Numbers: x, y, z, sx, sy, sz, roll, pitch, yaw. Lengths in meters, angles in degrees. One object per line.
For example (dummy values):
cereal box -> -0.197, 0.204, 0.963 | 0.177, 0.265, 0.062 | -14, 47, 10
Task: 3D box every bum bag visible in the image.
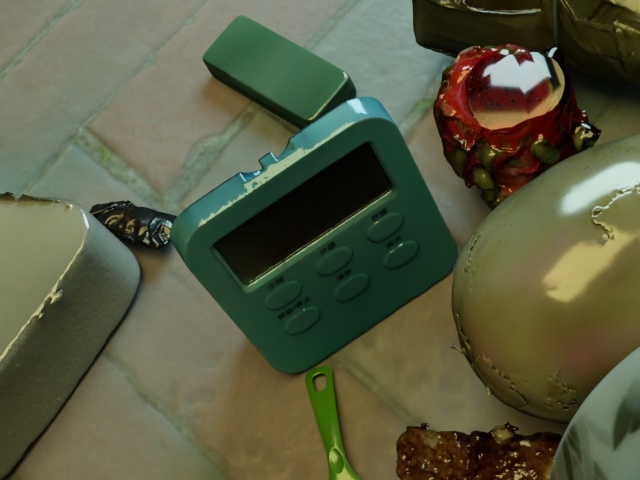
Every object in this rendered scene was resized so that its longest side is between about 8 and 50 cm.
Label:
bum bag -> -0.217, -0.019, 1.292 | 0.124, 0.034, 0.058 | 18, 46, 26

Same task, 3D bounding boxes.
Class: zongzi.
zongzi -> 0.332, -0.316, 1.173 | 0.392, 0.174, 0.356 | 19, 69, 25

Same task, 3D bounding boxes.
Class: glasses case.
glasses case -> -0.050, -0.192, 1.318 | 0.184, 0.039, 0.078 | 33, 78, 30

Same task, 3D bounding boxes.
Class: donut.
donut -> 0.176, 0.222, 0.997 | 0.186, 0.144, 0.126 | 14, 70, -21

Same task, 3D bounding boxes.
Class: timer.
timer -> 0.000, 0.000, 1.083 | 0.232, 0.250, 0.091 | -34, 58, 1

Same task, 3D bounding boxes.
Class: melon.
melon -> 0.260, 0.031, 0.992 | 0.317, 0.223, 0.223 | -30, 59, -5

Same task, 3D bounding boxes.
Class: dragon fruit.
dragon fruit -> 0.194, -0.106, 1.110 | 0.166, 0.172, 0.160 | 31, 86, 25

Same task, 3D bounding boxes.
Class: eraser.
eraser -> -0.403, 0.074, 1.248 | 0.331, 0.150, 0.331 | -7, 65, 14

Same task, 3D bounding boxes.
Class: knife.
knife -> 0.016, 0.196, 1.113 | 0.078, 0.022, 0.166 | -17, 61, 5

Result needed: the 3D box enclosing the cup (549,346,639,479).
cup -> 0.313, 0.180, 0.867 | 0.347, 0.347, 0.163 | -35, 39, 0
